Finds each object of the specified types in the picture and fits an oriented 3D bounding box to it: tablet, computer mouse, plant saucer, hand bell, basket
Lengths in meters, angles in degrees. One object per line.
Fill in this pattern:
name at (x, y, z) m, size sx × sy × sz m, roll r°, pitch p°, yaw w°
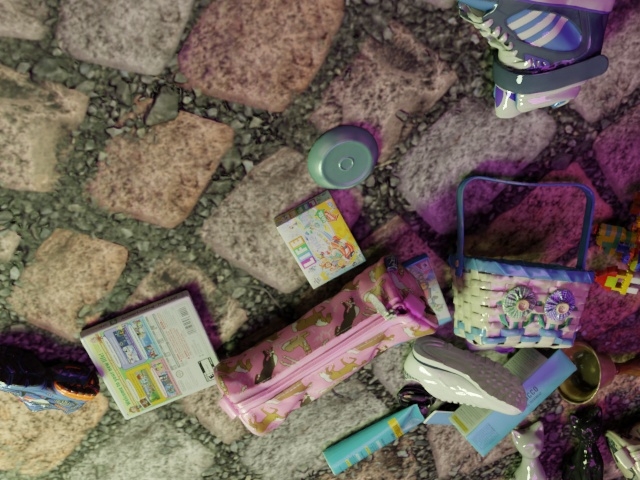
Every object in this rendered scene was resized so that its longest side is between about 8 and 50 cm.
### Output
tablet at (0.252, 0.351, 2.149) m, size 0.083 × 0.006 × 0.054 m, roll 6°, pitch 142°, yaw -24°
computer mouse at (0.264, 0.305, 2.107) m, size 0.242 × 0.041 × 0.071 m, roll -2°, pitch 126°, yaw -17°
plant saucer at (0.039, -0.127, 1.733) m, size 0.119 × 0.021 × 0.119 m, roll -9°, pitch 126°, yaw -13°
hand bell at (0.591, 0.256, 2.167) m, size 0.242 × 0.126 × 0.126 m, roll 1°, pitch 125°, yaw -36°
basket at (0.348, 0.039, 1.860) m, size 0.254 × 0.201 × 0.289 m, roll 2°, pitch 89°, yaw -16°

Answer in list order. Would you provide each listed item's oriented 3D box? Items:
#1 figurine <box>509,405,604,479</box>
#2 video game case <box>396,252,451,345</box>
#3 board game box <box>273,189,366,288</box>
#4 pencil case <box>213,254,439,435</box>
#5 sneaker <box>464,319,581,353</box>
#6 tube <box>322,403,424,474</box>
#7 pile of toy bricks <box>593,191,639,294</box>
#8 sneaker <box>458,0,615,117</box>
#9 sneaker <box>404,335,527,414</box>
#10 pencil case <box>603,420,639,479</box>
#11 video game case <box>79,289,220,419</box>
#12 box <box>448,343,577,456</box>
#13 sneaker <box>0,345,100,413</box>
figurine at (0.495, 0.453, 2.275) m, size 0.214 × 0.092 × 0.209 m, roll -12°, pitch 119°, yaw -10°
video game case at (0.161, 0.109, 1.948) m, size 0.119 × 0.015 × 0.166 m, roll -25°, pitch 129°, yaw -1°
board game box at (0.000, 0.000, 1.806) m, size 0.103 × 0.026 × 0.154 m, roll -28°, pitch 128°, yaw 2°
pencil case at (0.006, 0.182, 1.841) m, size 0.386 × 0.160 × 0.167 m, roll -33°, pitch 141°, yaw 11°
sneaker at (0.366, 0.162, 2.016) m, size 0.236 × 0.095 × 0.105 m, roll -1°, pitch 131°, yaw -13°
tube at (0.105, 0.383, 2.107) m, size 0.207 × 0.052 × 0.080 m, roll -29°, pitch 150°, yaw -2°
pile of toy bricks at (0.545, -0.005, 1.961) m, size 0.105 × 0.118 × 0.212 m, roll 10°, pitch 142°, yaw 7°
sneaker at (0.283, -0.291, 1.631) m, size 0.322 × 0.130 × 0.236 m, roll 2°, pitch 119°, yaw -27°
sneaker at (0.268, 0.264, 2.003) m, size 0.235 × 0.090 × 0.095 m, roll 27°, pitch 125°, yaw 13°
pencil case at (0.806, 0.402, 2.286) m, size 0.410 × 0.160 × 0.183 m, roll -22°, pitch 148°, yaw -3°
video game case at (-0.282, 0.198, 1.853) m, size 0.193 × 0.023 × 0.212 m, roll -22°, pitch 129°, yaw -4°
box at (0.363, 0.291, 2.059) m, size 0.244 × 0.100 × 0.060 m, roll -43°, pitch 109°, yaw 0°
sneaker at (-0.479, 0.242, 1.782) m, size 0.221 × 0.083 × 0.087 m, roll 21°, pitch 123°, yaw -26°
